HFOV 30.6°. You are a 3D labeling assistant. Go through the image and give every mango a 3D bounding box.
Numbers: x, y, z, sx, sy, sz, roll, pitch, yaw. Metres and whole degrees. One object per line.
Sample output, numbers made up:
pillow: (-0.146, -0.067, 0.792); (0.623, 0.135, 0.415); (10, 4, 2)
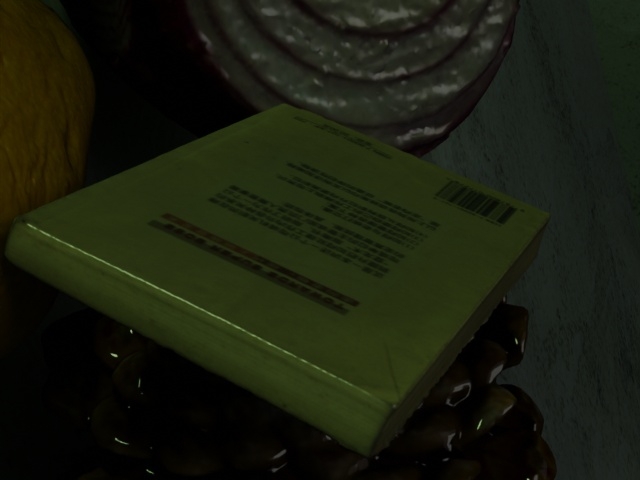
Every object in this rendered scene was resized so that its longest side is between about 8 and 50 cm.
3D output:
mango: (-0.171, -0.037, 0.501); (0.176, 0.119, 0.317); (61, 21, -20)

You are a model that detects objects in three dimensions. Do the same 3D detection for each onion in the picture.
onion: (-0.040, -0.209, 0.714); (0.282, 0.260, 0.336); (-28, 118, -26)

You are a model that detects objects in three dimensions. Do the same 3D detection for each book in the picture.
book: (0.000, 0.000, 0.506); (0.231, 0.161, 0.026); (-35, 146, -60)

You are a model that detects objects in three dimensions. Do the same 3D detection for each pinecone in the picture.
pinecone: (-0.011, 0.121, 0.588); (0.264, 0.264, 0.264); (42, 40, -48)
